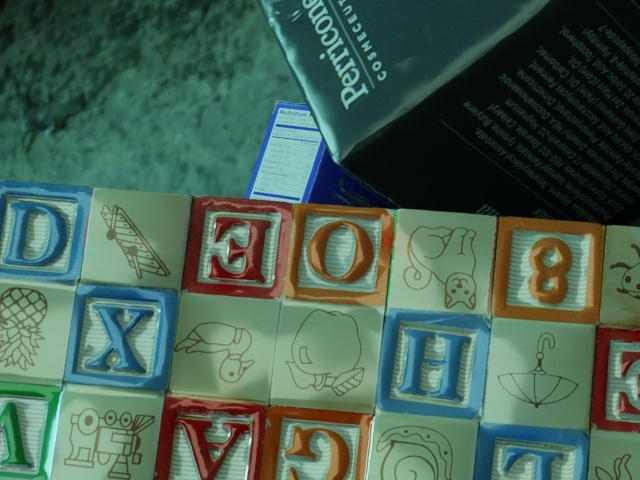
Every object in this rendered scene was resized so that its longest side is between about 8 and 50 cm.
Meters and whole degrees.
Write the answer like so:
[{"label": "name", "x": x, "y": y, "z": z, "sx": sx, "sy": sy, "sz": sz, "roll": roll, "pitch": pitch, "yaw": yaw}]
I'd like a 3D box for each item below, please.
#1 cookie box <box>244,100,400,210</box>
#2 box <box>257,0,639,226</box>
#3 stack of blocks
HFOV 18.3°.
[{"label": "cookie box", "x": 0.000, "y": 0.000, "z": 0.940, "sx": 0.040, "sy": 0.092, "sz": 0.107, "roll": 10, "pitch": 76, "yaw": 33}, {"label": "box", "x": 0.111, "y": -0.213, "z": 0.900, "sx": 0.312, "sy": 0.179, "sz": 0.343, "roll": -37, "pitch": 54, "yaw": 17}, {"label": "stack of blocks", "x": 0.005, "y": 0.077, "z": 0.822, "sx": 0.297, "sy": 0.087, "sz": 0.171, "roll": 5, "pitch": 75, "yaw": 8}]
